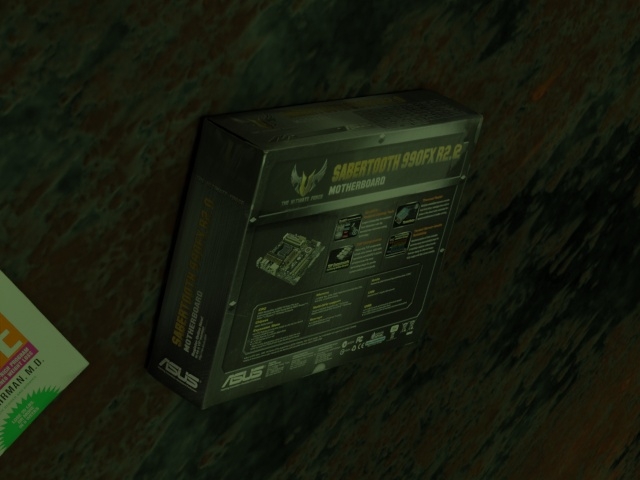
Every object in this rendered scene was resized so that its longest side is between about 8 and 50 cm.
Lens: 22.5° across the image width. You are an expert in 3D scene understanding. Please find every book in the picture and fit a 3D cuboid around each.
[{"bbox_3d":[-0.198,0.065,0.892,0.096,0.035,0.144,-48,146,-11],"label":"book"}]

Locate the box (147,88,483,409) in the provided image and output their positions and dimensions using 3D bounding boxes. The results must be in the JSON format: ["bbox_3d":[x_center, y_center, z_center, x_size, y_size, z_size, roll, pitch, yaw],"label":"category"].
[{"bbox_3d":[0.000,0.000,1.076,0.231,0.056,0.183,-14,125,-48],"label":"box"}]
